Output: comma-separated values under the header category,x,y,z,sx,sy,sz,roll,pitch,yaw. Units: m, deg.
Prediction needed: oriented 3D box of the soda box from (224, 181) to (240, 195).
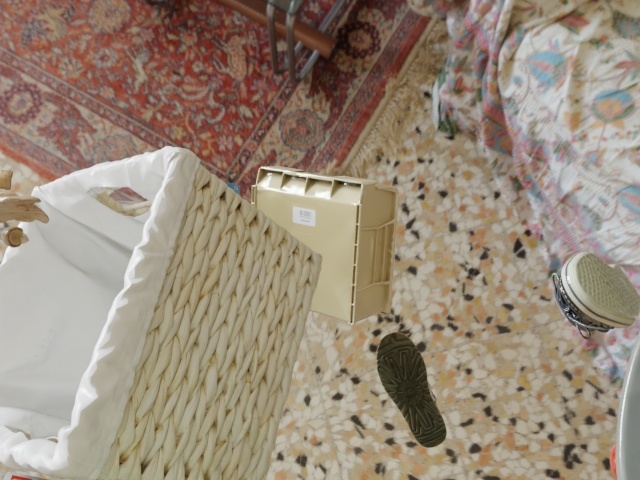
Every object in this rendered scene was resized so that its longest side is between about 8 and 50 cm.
category,x,y,z,sx,sy,sz,roll,pitch,yaw
soda box,-0.269,-0.053,1.807,0.067,0.071,0.210,11,68,-33

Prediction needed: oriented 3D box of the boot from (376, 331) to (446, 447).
category,x,y,z,sx,sy,sz,roll,pitch,yaw
boot,0.180,0.288,1.331,0.089,0.269,0.236,-19,88,5

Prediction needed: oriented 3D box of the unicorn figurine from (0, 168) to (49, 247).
category,x,y,z,sx,sy,sz,roll,pitch,yaw
unicorn figurine,-0.214,-0.029,0.300,0.111,0.162,0.060,9,69,17

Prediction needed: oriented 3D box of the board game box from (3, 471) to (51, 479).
category,x,y,z,sx,sy,sz,roll,pitch,yaw
board game box,-0.250,0.382,0.604,0.192,0.053,0.306,20,97,-17

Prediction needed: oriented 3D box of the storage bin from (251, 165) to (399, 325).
category,x,y,z,sx,sy,sz,roll,pitch,yaw
storage bin,0.000,0.000,1.229,0.262,0.123,0.261,13,106,37

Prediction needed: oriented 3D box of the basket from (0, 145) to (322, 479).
category,x,y,z,sx,sy,sz,roll,pitch,yaw
basket,-0.214,0.113,0.760,0.328,0.266,0.332,-7,59,41

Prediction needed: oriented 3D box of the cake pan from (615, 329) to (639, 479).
category,x,y,z,sx,sy,sz,roll,pitch,yaw
cake pan,0.306,0.114,0.454,0.054,0.293,0.293,17,75,2

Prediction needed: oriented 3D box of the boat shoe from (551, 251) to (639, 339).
category,x,y,z,sx,sy,sz,roll,pitch,yaw
boat shoe,0.636,0.138,1.518,0.156,0.500,0.187,-34,70,25

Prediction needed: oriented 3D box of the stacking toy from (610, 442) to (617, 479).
category,x,y,z,sx,sy,sz,roll,pitch,yaw
stacking toy,0.547,0.340,1.003,0.330,0.141,0.141,9,69,-42

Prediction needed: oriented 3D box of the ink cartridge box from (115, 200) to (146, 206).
category,x,y,z,sx,sy,sz,roll,pitch,yaw
ink cartridge box,-0.392,-0.009,1.229,0.127,0.176,0.128,6,97,21
